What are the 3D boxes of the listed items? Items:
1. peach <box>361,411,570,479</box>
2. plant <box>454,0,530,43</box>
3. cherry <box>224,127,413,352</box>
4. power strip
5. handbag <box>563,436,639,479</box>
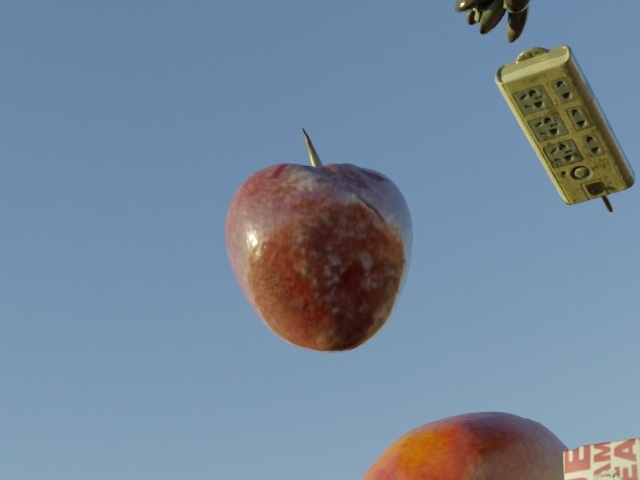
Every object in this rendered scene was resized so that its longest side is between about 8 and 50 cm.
[{"bbox_3d":[0.174,0.317,1.485,0.289,0.289,0.308,-17,-44,12],"label":"peach"},{"bbox_3d":[0.316,-0.447,2.099,0.146,0.149,0.275,28,-77,-17],"label":"plant"},{"bbox_3d":[0.000,0.000,1.670,0.236,0.286,0.213,-9,-9,-8],"label":"cherry"},{"bbox_3d":[0.294,-0.119,1.569,0.092,0.034,0.268,-16,-47,24],"label":"power strip"},{"bbox_3d":[0.369,0.269,1.231,0.298,0.171,0.151,-1,-23,-3],"label":"handbag"}]
